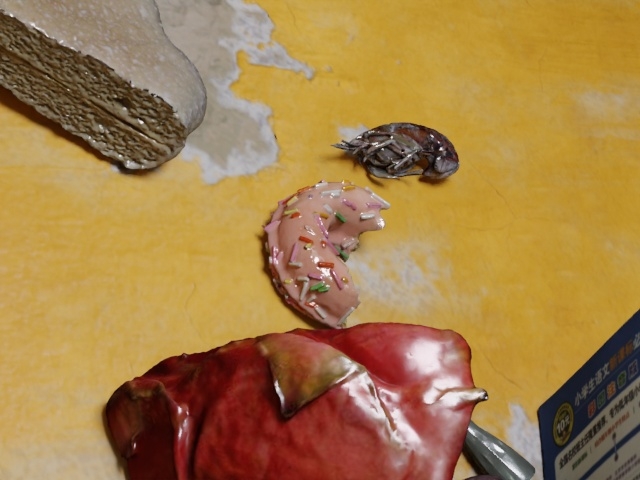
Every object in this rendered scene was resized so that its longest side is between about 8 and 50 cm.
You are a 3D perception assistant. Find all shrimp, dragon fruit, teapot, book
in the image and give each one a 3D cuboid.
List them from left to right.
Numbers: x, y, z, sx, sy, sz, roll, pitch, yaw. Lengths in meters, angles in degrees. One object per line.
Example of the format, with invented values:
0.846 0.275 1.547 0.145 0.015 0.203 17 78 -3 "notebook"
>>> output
-0.037 0.225 1.441 0.228 0.286 0.329 22 60 -25 "dragon fruit"
0.077 -0.093 1.854 0.165 0.056 0.065 -6 71 -33 "shrimp"
0.158 0.201 1.721 0.110 0.043 0.043 45 47 4 "teapot"
0.291 0.273 1.584 0.039 0.300 0.428 12 55 -18 "book"

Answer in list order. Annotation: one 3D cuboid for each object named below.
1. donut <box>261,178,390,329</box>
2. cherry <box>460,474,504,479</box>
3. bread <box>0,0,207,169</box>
0.000 0.000 1.736 0.117 0.065 0.166 24 49 -19 "donut"
0.171 0.307 1.559 0.195 0.195 0.195 17 53 -23 "cherry"
-0.255 -0.211 1.675 0.337 0.102 0.183 32 37 -20 "bread"
